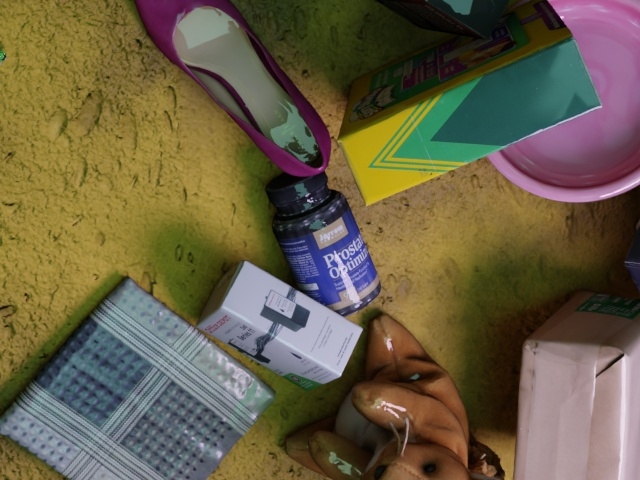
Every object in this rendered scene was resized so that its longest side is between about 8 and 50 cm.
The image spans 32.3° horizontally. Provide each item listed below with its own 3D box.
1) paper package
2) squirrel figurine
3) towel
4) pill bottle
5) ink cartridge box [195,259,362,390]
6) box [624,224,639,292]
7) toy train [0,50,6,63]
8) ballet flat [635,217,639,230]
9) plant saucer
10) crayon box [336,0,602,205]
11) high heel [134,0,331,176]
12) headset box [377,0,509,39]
[{"bbox_3d":[0.433,0.260,1.737,0.168,0.325,0.310,9,105,28],"label":"paper package"},{"bbox_3d":[0.175,0.365,1.679,0.397,0.370,0.281,42,90,-20],"label":"squirrel figurine"},{"bbox_3d":[-0.278,0.262,1.711,0.324,0.056,0.312,42,88,-18],"label":"towel"},{"bbox_3d":[0.000,0.000,1.674,0.122,0.123,0.219,-26,109,-7],"label":"pill bottle"},{"bbox_3d":[-0.066,0.129,1.650,0.208,0.153,0.087,31,66,-9],"label":"ink cartridge box"},{"bbox_3d":[0.624,0.019,1.727,0.395,0.097,0.318,49,60,-41],"label":"box"},{"bbox_3d":[-0.479,-0.265,1.536,0.083,0.017,0.024,24,106,-19],"label":"toy train"},{"bbox_3d":[0.553,-0.014,1.863,0.041,0.041,0.114,-19,107,-10],"label":"ballet flat"},{"bbox_3d":[0.392,-0.220,1.681,0.332,0.084,0.332,-1,86,15],"label":"plant saucer"},{"bbox_3d":[0.192,-0.200,1.502,0.313,0.363,0.106,-23,106,13],"label":"crayon box"},{"bbox_3d":[-0.118,-0.246,1.549,0.127,0.181,0.377,-47,110,0],"label":"high heel"},{"bbox_3d":[0.201,-0.405,1.536,0.110,0.293,0.218,27,96,-19],"label":"headset box"}]
